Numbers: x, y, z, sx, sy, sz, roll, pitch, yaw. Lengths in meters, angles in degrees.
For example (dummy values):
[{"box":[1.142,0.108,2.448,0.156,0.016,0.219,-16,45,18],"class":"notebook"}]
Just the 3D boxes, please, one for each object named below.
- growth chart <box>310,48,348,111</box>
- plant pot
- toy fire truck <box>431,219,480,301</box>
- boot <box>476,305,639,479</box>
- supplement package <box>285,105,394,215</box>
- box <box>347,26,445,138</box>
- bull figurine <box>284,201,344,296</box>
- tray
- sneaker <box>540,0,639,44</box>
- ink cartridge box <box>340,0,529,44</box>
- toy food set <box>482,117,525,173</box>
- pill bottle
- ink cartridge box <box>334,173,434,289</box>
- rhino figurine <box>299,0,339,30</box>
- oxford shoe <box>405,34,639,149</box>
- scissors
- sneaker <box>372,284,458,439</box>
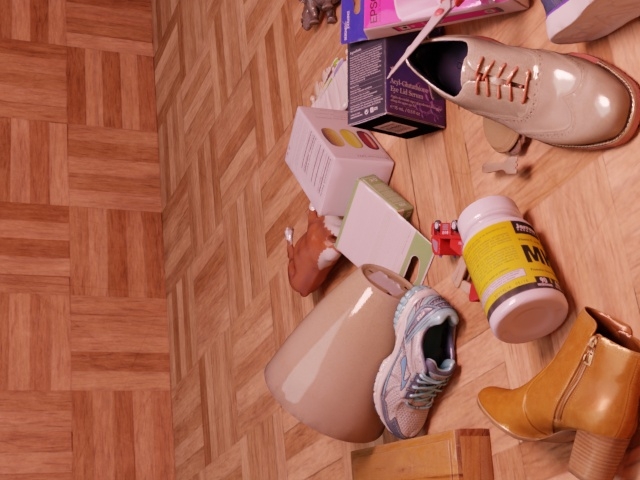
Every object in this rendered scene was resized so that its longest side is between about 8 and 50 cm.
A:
[{"box":[0.030,-0.325,2.388,0.237,0.021,0.172,132,137,-56],"class":"growth chart"},{"box":[0.067,0.190,1.975,0.274,0.256,0.256,-62,30,21],"class":"plant pot"},{"box":[0.245,0.033,1.781,0.192,0.047,0.135,-179,91,-68],"class":"toy fire truck"},{"box":[0.341,0.190,1.480,0.295,0.104,0.211,30,109,60],"class":"boot"},{"box":[0.036,-0.164,2.196,0.244,0.139,0.134,-122,40,-53],"class":"supplement package"},{"box":[0.137,-0.304,1.927,0.108,0.153,0.207,-12,76,50],"class":"box"},{"box":[0.000,0.000,2.312,0.310,0.101,0.188,128,144,-50],"class":"bull figurine"},{"box":[0.170,0.455,1.868,0.411,0.076,0.203,144,126,-63],"class":"tray"},{"box":[0.384,-0.417,1.401,0.323,0.130,0.236,153,114,-70],"class":"sneaker"},{"box":[0.173,-0.448,1.782,0.371,0.069,0.176,-4,82,38],"class":"ink cartridge box"},{"box":[0.303,-0.200,1.694,0.132,0.038,0.192,-174,86,-71],"class":"toy food set"},{"box":[0.283,0.040,1.594,0.119,0.119,0.208,116,148,-43],"class":"pill bottle"},{"box":[0.136,0.007,2.045,0.235,0.056,0.171,42,130,32],"class":"ink cartridge box"},{"box":[0.002,-0.548,2.421,0.243,0.073,0.106,155,113,-66],"class":"rhino figurine"},{"box":[0.281,-0.218,1.542,0.397,0.146,0.141,24,109,49],"class":"oxford shoe"},{"box":[0.200,-0.359,1.615,0.109,0.021,0.297,7,57,41],"class":"scissors"},{"box":[0.173,0.228,1.852,0.122,0.110,0.283,32,118,57],"class":"sneaker"}]
